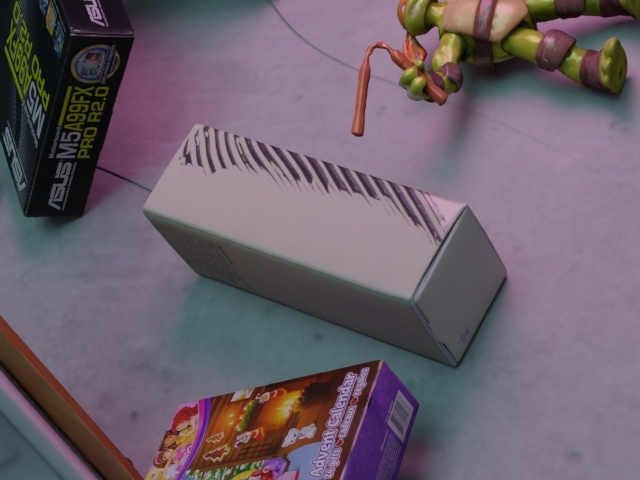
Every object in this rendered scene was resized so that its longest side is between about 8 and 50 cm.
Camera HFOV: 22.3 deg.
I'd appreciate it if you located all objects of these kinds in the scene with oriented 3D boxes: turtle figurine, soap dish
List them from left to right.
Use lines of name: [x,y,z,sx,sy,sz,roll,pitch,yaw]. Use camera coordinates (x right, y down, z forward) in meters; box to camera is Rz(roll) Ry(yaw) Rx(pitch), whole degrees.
soap dish: [-0.274,0.177,1.222,0.229,0.291,0.118,-30,31,8]
turtle figurine: [0.146,-0.170,1.340,0.217,0.087,0.270,10,57,24]

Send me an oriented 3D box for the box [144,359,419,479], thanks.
box: [-0.060,0.224,1.135,0.201,0.057,0.293,-16,36,34]

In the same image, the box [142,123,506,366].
box: [0.000,0.000,1.291,0.275,0.113,0.094,18,69,33]

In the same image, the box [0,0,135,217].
box: [-0.253,-0.190,1.488,0.060,0.216,0.270,-1,46,-27]
